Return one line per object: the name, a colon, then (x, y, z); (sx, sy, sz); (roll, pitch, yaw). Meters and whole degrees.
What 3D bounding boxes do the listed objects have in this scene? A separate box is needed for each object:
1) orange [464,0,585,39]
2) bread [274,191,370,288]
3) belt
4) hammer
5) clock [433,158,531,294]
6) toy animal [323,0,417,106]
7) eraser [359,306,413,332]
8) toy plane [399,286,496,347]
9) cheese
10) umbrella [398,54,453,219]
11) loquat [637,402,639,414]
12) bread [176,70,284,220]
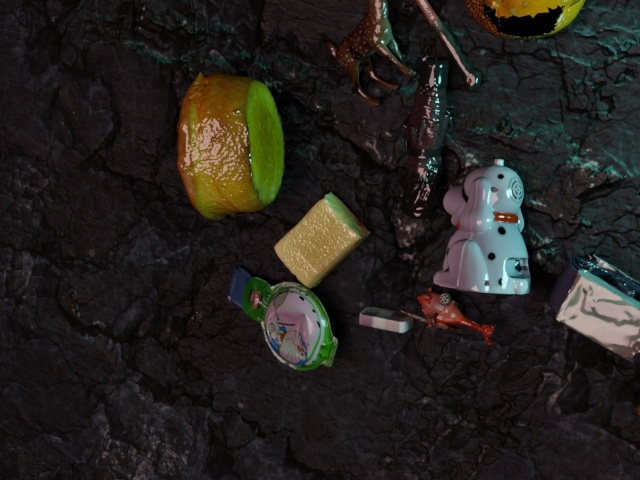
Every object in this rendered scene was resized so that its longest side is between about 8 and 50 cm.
orange: (0.361, -0.467, 1.665); (0.234, 0.182, 0.234); (2, 100, 14)
bread: (-0.001, 0.001, 2.017); (0.125, 0.068, 0.188); (50, 119, 8)
belt: (0.538, 0.119, 1.727); (0.230, 0.139, 0.126); (33, 116, 19)
hammer: (0.224, -0.416, 1.823); (0.111, 0.033, 0.287); (-35, 85, 28)
clock: (0.316, -0.028, 1.803); (0.189, 0.189, 0.254); (1, 90, 27)
toy animal: (0.091, -0.410, 1.840); (0.243, 0.087, 0.260); (-35, 91, 42)
eraser: (0.138, 0.165, 1.987); (0.105, 0.065, 0.026); (9, 108, 24)
toy plane: (0.264, 0.149, 1.887); (0.194, 0.126, 0.077); (17, 79, 60)
cheese: (-0.088, 0.169, 2.092); (0.320, 0.083, 0.204); (31, 120, 29)
umbrella: (0.204, -0.199, 1.849); (0.094, 0.090, 0.326); (11, 110, 24)
loquat: (0.692, 0.277, 1.607); (0.359, 0.328, 0.328); (-176, 71, -71)
bread: (-0.181, -0.193, 1.946); (0.172, 0.312, 0.312); (1, 103, 15)
